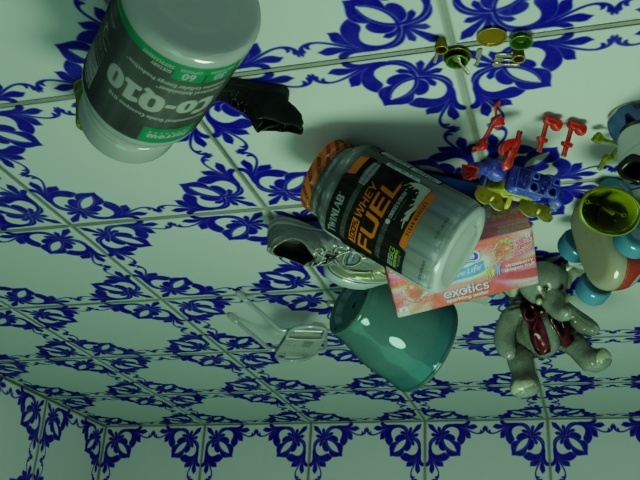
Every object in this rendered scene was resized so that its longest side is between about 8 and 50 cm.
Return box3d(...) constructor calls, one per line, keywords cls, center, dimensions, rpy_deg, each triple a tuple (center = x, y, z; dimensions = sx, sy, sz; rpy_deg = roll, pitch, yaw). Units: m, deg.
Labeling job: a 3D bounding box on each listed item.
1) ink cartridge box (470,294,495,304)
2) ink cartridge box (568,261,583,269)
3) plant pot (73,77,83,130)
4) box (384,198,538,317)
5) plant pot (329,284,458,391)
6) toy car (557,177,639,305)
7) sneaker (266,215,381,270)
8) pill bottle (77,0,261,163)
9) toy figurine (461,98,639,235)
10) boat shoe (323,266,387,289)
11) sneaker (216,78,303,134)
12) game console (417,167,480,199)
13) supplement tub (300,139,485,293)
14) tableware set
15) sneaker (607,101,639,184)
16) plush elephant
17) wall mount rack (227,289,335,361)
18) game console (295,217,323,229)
box3d(cls="ink cartridge box", center=(0.288, 0.073, 2.047), dimensions=(0.230, 0.078, 0.134), rpy_deg=(12, 161, -1))
box3d(cls="ink cartridge box", center=(0.720, 0.033, 2.089), dimensions=(0.224, 0.056, 0.181), rpy_deg=(16, 153, -23))
box3d(cls="plant pot", center=(-0.405, -0.236, 1.605), dimensions=(0.083, 0.079, 0.083), rpy_deg=(2, 156, 1))
box3d(cls="box", center=(0.276, 0.025, 1.831), dimensions=(0.299, 0.142, 0.154), rpy_deg=(-14, 126, 2))
box3d(cls="plant pot", center=(0.172, 0.218, 2.340), dimensions=(0.255, 0.272, 0.271), rpy_deg=(30, 147, -19))
box3d(cls="toy car", center=(0.661, 0.000, 1.874), dimensions=(0.237, 0.210, 0.219), rpy_deg=(-3, 146, -16))
box3d(cls="sneaker", center=(0.009, 0.031, 2.027), dimensions=(0.281, 0.115, 0.105), rpy_deg=(9, 125, 5))
box3d(cls="pill bottle", center=(-0.246, -0.269, 1.366), dimensions=(0.204, 0.204, 0.361), rpy_deg=(14, 154, -22))
box3d(cls="toy figurine", center=(0.415, -0.133, 1.724), dimensions=(0.362, 0.191, 0.217), rpy_deg=(13, -178, -15))
box3d(cls="boat shoe", center=(0.157, 0.050, 2.160), dimensions=(0.302, 0.109, 0.094), rpy_deg=(-1, 143, -15))
box3d(cls="sneaker", center=(-0.112, -0.230, 1.570), dimensions=(0.170, 0.089, 0.051), rpy_deg=(3, 155, -1))
box3d(cls="game console", center=(0.224, -0.072, 1.950), dimensions=(0.292, 0.173, 0.250), rpy_deg=(9, 124, -15))
box3d(cls="supplement tub", center=(0.131, -0.054, 1.680), dimensions=(0.316, 0.194, 0.194), rpy_deg=(30, 164, 21))
box3d(cls="tableware set", center=(0.258, -0.304, 1.443), dimensions=(0.154, 0.024, 0.104), rpy_deg=(3, 155, 1))
box3d(cls="sneaker", center=(0.645, -0.136, 1.519), dimensions=(0.315, 0.182, 0.127), rpy_deg=(1, 146, 23))
box3d(cls="plush elephant", center=(0.547, 0.166, 2.177), dimensions=(0.271, 0.330, 0.256), rpy_deg=(-12, 138, -9))
box3d(cls="wall mount rack", center=(-0.107, 0.246, 2.580), dimensions=(0.303, 0.131, 0.350), rpy_deg=(4, 156, -11))
box3d(cls="game console", center=(0.000, 0.000, 2.087), dimensions=(0.122, 0.107, 0.071), rpy_deg=(-3, -177, 14))
